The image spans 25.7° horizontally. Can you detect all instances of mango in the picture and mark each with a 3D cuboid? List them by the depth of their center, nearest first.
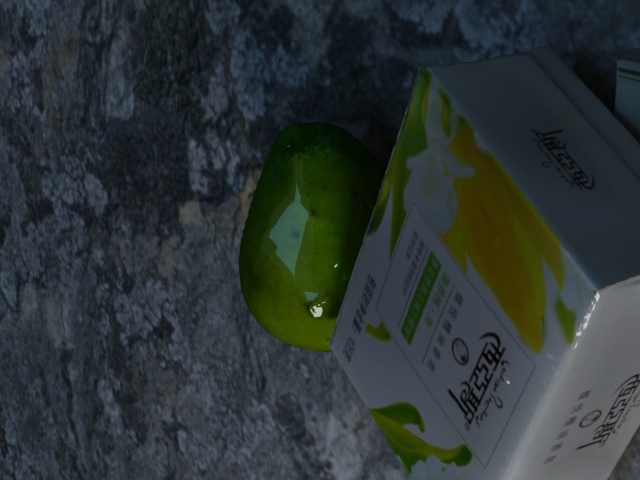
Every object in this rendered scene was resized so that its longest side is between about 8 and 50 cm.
[{"bbox_3d":[0.001,0.000,1.030,0.100,0.119,0.178,-128,34,-63],"label":"mango"}]

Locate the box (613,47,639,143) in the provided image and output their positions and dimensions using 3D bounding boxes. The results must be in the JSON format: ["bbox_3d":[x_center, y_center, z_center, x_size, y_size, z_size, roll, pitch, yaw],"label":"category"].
[{"bbox_3d":[0.218,-0.007,0.834,0.109,0.029,0.198,23,121,45],"label":"box"}]

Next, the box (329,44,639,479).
[{"bbox_3d":[0.117,0.040,0.875,0.194,0.111,0.260,56,143,35],"label":"box"}]
